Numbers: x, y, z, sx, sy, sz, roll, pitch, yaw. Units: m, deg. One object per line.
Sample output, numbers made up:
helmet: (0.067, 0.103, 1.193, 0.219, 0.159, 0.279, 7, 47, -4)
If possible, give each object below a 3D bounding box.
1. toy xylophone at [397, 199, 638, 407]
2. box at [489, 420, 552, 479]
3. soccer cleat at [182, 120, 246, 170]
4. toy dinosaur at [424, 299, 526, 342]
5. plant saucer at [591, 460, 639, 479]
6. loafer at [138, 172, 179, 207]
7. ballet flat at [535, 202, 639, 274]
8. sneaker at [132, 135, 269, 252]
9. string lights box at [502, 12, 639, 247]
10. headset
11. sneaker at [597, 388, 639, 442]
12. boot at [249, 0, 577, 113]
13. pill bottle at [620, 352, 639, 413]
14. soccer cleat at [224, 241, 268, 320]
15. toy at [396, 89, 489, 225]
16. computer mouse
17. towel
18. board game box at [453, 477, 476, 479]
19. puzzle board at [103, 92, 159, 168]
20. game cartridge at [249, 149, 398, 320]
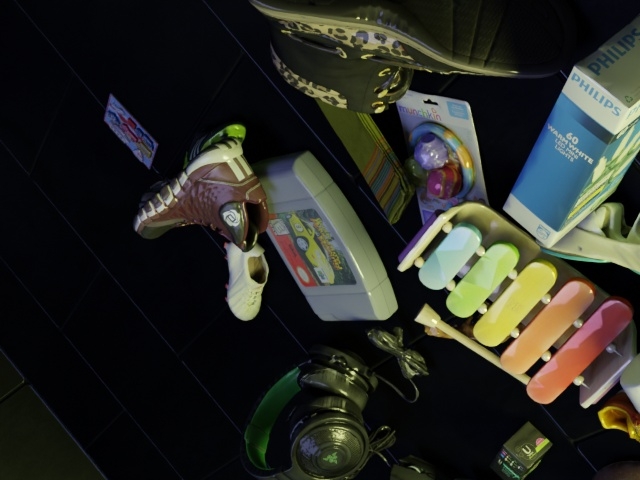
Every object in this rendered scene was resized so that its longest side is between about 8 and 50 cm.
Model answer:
toy xylophone: (0.246, 0.093, 1.730, 0.323, 0.081, 0.236, 30, 129, 6)
box: (0.301, 0.323, 2.027, 0.052, 0.062, 0.083, 43, 150, 18)
soccer cleat: (-0.176, -0.156, 2.168, 0.179, 0.060, 0.072, -40, 48, 49)
toy dinosaur: (0.249, 0.123, 1.858, 0.212, 0.112, 0.064, -5, 102, 10)
plant saucer: (0.497, 0.444, 1.886, 0.311, 0.050, 0.310, 32, 145, 26)
loafer: (-0.220, -0.080, 2.314, 0.096, 0.084, 0.267, 17, 172, -35)
ballet flat: (0.360, -0.004, 1.575, 0.248, 0.086, 0.086, 18, 137, 43)
sneaker: (-0.181, -0.031, 2.129, 0.162, 0.106, 0.281, 53, 136, 2)
string lights box: (0.298, -0.117, 1.461, 0.077, 0.133, 0.259, 43, 150, 16)
headset: (0.005, 0.258, 2.210, 0.394, 0.243, 0.185, -27, 125, 33)
sneaker: (0.438, 0.241, 1.737, 0.175, 0.067, 0.064, 4, 125, 51)
boot: (0.096, -0.238, 1.587, 0.377, 0.138, 0.284, 10, 168, 3)
pill bottle: (0.483, 0.243, 1.577, 0.283, 0.161, 0.161, 54, 151, -5)
soccer cleat: (-0.125, 0.075, 2.351, 0.076, 0.068, 0.196, 28, 141, 30)
toy: (0.154, -0.080, 1.788, 0.137, 0.056, 0.237, 18, 137, 44)
computer mouse: (0.152, 0.415, 2.241, 0.262, 0.184, 0.060, 44, 127, 18)
towel: (0.051, -0.137, 1.841, 0.237, 0.021, 0.102, 59, 156, 18)
board game box: (0.322, 0.465, 2.162, 0.194, 0.060, 0.194, -1, 122, 54)
puzzle board: (-0.340, -0.193, 2.407, 0.128, 0.011, 0.096, 47, 151, 9)
game cartridge: (0.000, 0.000, 2.103, 0.196, 0.060, 0.294, -10, 115, 54)
